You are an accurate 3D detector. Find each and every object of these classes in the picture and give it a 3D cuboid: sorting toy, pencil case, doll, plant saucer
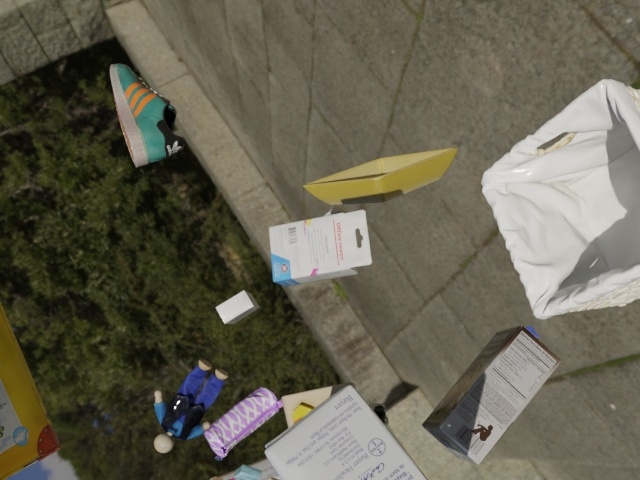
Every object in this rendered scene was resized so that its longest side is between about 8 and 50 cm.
[{"bbox_3d":[0.010,0.416,1.276,0.038,0.208,0.193,-2,-105,-56],"label":"sorting toy"},{"bbox_3d":[-0.198,0.461,1.519,0.088,0.206,0.086,1,121,50],"label":"pencil case"},{"bbox_3d":[-0.261,0.321,1.147,0.129,0.189,0.046,33,176,-13],"label":"doll"},{"bbox_3d":[0.173,-0.174,1.695,0.332,0.332,0.081,1,109,53],"label":"plant saucer"}]

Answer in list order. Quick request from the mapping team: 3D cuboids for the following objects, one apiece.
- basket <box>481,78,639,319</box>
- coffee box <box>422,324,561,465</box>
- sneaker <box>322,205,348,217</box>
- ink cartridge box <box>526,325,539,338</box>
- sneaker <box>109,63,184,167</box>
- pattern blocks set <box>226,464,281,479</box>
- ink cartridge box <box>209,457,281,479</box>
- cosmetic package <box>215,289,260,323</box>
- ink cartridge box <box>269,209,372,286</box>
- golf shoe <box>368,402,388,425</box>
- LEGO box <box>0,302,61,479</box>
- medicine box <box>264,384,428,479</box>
[{"bbox_3d":[0.540,-0.064,1.110,0.328,0.266,0.331,-44,54,49],"label":"basket"},{"bbox_3d":[0.381,0.345,1.346,0.119,0.297,0.168,42,166,8],"label":"coffee box"},{"bbox_3d":[0.000,0.000,1.558,0.090,0.232,0.115,47,143,-16],"label":"sneaker"},{"bbox_3d":[0.556,0.332,1.771,0.046,0.097,0.207,60,155,25],"label":"ink cartridge box"},{"bbox_3d":[-0.389,-0.288,1.331,0.108,0.121,0.302,101,148,-54],"label":"sneaker"},{"bbox_3d":[-0.058,0.580,1.323,0.285,0.324,0.026,117,167,-47],"label":"pattern blocks set"},{"bbox_3d":[-0.195,0.726,1.669,0.088,0.234,0.193,37,127,46],"label":"ink cartridge box"},{"bbox_3d":[-0.247,0.203,1.798,0.060,0.098,0.239,56,174,5],"label":"cosmetic package"},{"bbox_3d":[0.005,0.015,1.067,0.061,0.181,0.104,38,-136,-68],"label":"ink cartridge box"},{"bbox_3d":[0.125,0.458,1.478,0.273,0.120,0.105,32,-143,-60],"label":"golf shoe"},{"bbox_3d":[-0.820,0.300,1.219,0.500,0.193,0.372,67,-161,2],"label":"LEGO box"},{"bbox_3d":[0.074,0.386,0.833,0.289,0.149,0.263,50,164,25],"label":"medicine box"}]
